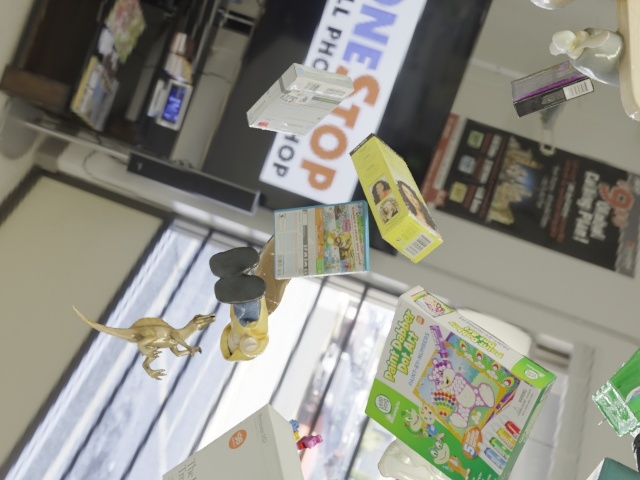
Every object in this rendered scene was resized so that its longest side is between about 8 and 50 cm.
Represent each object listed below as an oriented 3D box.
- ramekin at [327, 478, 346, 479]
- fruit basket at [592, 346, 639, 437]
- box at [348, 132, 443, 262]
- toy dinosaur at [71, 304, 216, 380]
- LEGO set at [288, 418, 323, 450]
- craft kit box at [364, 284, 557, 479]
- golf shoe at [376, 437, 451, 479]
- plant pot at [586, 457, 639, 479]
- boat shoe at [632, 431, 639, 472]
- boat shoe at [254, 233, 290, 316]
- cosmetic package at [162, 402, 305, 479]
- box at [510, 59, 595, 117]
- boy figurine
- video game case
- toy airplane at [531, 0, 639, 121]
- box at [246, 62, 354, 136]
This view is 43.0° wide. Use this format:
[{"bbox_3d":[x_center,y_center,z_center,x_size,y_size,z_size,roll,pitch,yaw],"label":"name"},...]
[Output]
[{"bbox_3d":[0.010,0.431,1.068,0.109,0.207,0.207,-33,-168,28],"label":"ramekin"},{"bbox_3d":[0.782,0.292,1.754,0.327,0.353,0.165,78,-12,-66],"label":"fruit basket"},{"bbox_3d":[0.114,-0.072,1.273,0.058,0.087,0.232,-42,-143,19],"label":"box"},{"bbox_3d":[-0.214,0.123,1.006,0.092,0.183,0.053,55,-47,47],"label":"toy dinosaur"},{"bbox_3d":[-0.071,0.491,1.962,0.227,0.093,0.087,-27,94,-59],"label":"LEGO set"},{"bbox_3d":[0.198,0.233,1.223,0.061,0.247,0.250,-22,136,-42],"label":"craft kit box"},{"bbox_3d":[0.267,0.597,2.044,0.140,0.306,0.115,-45,-161,6],"label":"golf shoe"},{"bbox_3d":[0.420,0.470,1.141,0.234,0.165,0.165,-54,162,-35],"label":"plant pot"},{"bbox_3d":[0.744,0.526,1.575,0.127,0.340,0.158,-51,179,29],"label":"boat shoe"},{"bbox_3d":[-0.105,0.070,1.757,0.285,0.103,0.092,-58,179,38],"label":"boat shoe"},{"bbox_3d":[-0.159,0.529,1.539,0.284,0.097,0.377,-34,-148,7],"label":"cosmetic package"},{"bbox_3d":[0.357,-0.240,1.261,0.162,0.116,0.029,-65,134,-64],"label":"box"},{"bbox_3d":[-0.133,0.118,1.373,0.285,0.092,0.177,98,-20,-59],"label":"boy figurine"},{"bbox_3d":[0.000,0.000,1.356,0.015,0.166,0.119,27,60,-65],"label":"video game case"},{"bbox_3d":[0.409,-0.383,1.086,0.272,0.384,0.386,-17,-166,43],"label":"toy airplane"},{"bbox_3d":[-0.043,-0.285,1.674,0.186,0.145,0.038,-38,-124,45],"label":"box"}]
